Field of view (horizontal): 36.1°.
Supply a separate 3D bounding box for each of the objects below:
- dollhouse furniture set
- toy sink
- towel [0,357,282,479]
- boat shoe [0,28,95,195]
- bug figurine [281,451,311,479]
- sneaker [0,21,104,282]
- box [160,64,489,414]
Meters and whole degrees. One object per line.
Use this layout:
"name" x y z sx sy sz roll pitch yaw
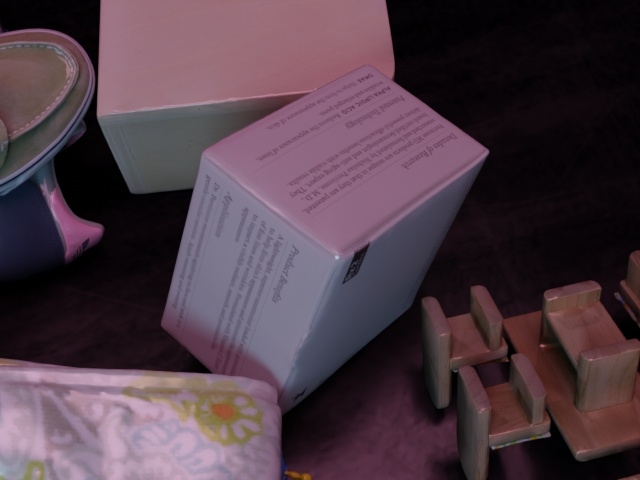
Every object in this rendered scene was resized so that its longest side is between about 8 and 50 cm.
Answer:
"dollhouse furniture set" 0.209 0.147 0.701 0.212 0.161 0.242 -12 40 -7
"toy sink" -0.059 -0.141 0.837 0.234 0.131 0.152 -7 61 1
"towel" -0.183 0.234 0.543 0.321 0.090 0.374 5 54 -6
"boat shoe" -0.273 -0.066 0.677 0.302 0.094 0.109 -40 98 -32
"bug figurine" -0.138 0.220 0.666 0.216 0.072 0.279 19 57 2
"sneaker" -0.270 -0.120 0.816 0.131 0.112 0.318 -9 81 -29
"box" 0.000 0.000 0.704 0.119 0.181 0.182 39 46 18
